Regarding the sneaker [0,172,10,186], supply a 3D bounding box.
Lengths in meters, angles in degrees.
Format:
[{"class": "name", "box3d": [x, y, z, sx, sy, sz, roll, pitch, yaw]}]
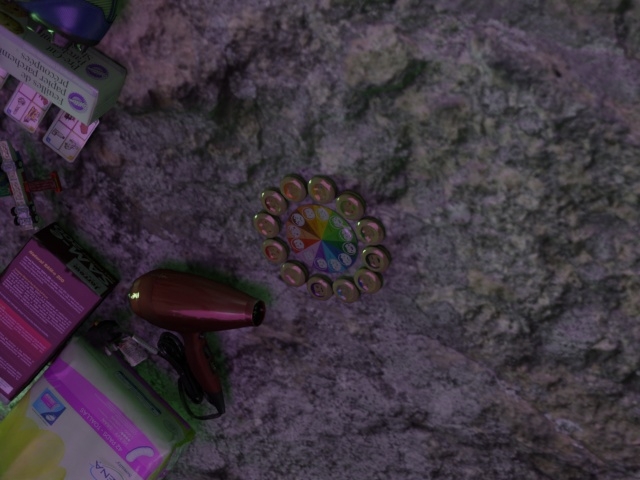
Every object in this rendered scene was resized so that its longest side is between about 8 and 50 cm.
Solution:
[{"class": "sneaker", "box3d": [-0.498, -0.090, 1.745, 0.144, 0.053, 0.059, 0, 126, 21]}]

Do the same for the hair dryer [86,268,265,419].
[{"class": "hair dryer", "box3d": [-0.168, 0.126, 1.704, 0.224, 0.080, 0.293, 37, 142, -15]}]

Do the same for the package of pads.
[{"class": "package of pads", "box3d": [-0.350, 0.314, 1.815, 0.229, 0.101, 0.296, 44, 103, 8]}]

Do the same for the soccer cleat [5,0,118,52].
[{"class": "soccer cleat", "box3d": [-0.355, -0.334, 1.476, 0.289, 0.093, 0.121, 34, 103, 12]}]

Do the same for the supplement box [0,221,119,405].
[{"class": "supplement box", "box3d": [-0.408, 0.104, 1.763, 0.130, 0.073, 0.239, 43, 113, -3]}]

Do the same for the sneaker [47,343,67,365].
[{"class": "sneaker", "box3d": [-0.447, 0.125, 1.865, 0.170, 0.063, 0.075, 44, 140, -5]}]

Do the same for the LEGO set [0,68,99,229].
[{"class": "LEGO set", "box3d": [-0.411, -0.127, 1.662, 0.182, 0.060, 0.244, 37, 115, 0]}]

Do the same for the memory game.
[{"class": "memory game", "box3d": [0.000, 0.000, 1.533, 0.186, 0.012, 0.186, 16, 129, 21]}]

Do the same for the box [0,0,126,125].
[{"class": "box", "box3d": [-0.391, -0.262, 1.547, 0.324, 0.067, 0.063, 34, 134, 7]}]
